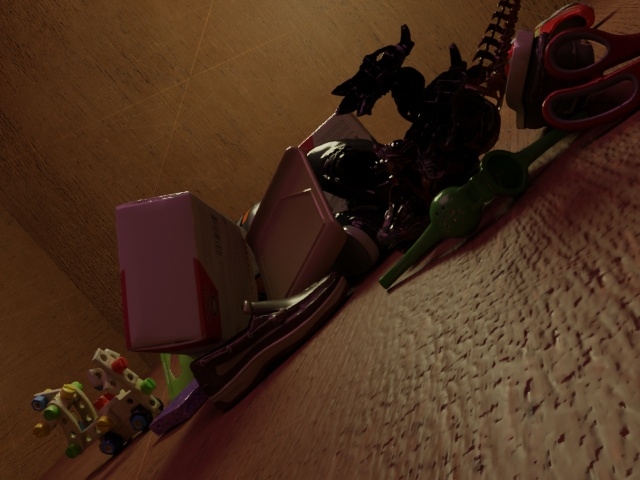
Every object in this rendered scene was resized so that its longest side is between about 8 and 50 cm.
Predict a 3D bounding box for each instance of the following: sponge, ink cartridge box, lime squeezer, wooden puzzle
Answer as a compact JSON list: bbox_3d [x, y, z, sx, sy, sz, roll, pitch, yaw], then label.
[{"bbox_3d":[-0.214,0.263,1.258,0.117,0.031,0.210,-38,5,38],"label":"sponge"},{"bbox_3d":[-0.204,0.070,1.135,0.131,0.226,0.306,-11,-13,7],"label":"ink cartridge box"},{"bbox_3d":[0.064,-0.129,1.428,0.172,0.237,0.100,-40,1,15],"label":"ink cartridge box"},{"bbox_3d":[0.184,-0.047,0.770,0.310,0.059,0.110,-41,-29,6],"label":"lime squeezer"},{"bbox_3d":[-0.294,0.209,1.560,0.255,0.097,0.188,-42,40,10],"label":"ink cartridge box"},{"bbox_3d":[-0.042,-0.004,1.133,0.221,0.044,0.238,-62,36,30],"label":"wooden puzzle"}]

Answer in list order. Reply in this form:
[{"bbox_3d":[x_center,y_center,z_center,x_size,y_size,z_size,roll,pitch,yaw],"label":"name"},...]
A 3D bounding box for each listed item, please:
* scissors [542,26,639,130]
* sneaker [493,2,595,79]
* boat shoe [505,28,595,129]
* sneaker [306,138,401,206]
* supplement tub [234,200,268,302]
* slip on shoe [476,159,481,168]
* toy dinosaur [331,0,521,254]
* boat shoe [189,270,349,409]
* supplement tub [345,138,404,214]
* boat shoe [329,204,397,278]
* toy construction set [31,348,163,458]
[{"bbox_3d":[0.355,-0.188,0.658,0.297,0.108,0.021,-14,-13,29],"label":"scissors"},{"bbox_3d":[0.536,-0.469,1.674,0.279,0.107,0.118,-42,12,19],"label":"sneaker"},{"bbox_3d":[0.297,-0.195,0.878,0.305,0.091,0.109,-9,-71,-69],"label":"boat shoe"},{"bbox_3d":[0.055,-0.116,1.097,0.130,0.109,0.286,8,4,-41],"label":"sneaker"},{"bbox_3d":[-0.140,0.033,1.698,0.338,0.207,0.207,-38,5,38],"label":"supplement tub"},{"bbox_3d":[0.211,-0.100,1.034,0.041,0.051,0.135,-36,13,30],"label":"slip on shoe"},{"bbox_3d":[0.142,-0.143,0.831,0.164,0.218,0.321,6,81,39],"label":"toy dinosaur"},{"bbox_3d":[-0.074,0.119,0.981,0.257,0.095,0.095,-42,4,-16],"label":"boat shoe"},{"bbox_3d":[0.142,-0.099,1.182,0.190,0.117,0.117,-38,5,37],"label":"supplement tub"},{"bbox_3d":[0.031,0.010,1.173,0.091,0.114,0.303,-42,16,-26],"label":"boat shoe"},{"bbox_3d":[-0.471,0.346,1.482,0.328,0.215,0.151,-39,5,34],"label":"toy construction set"}]
